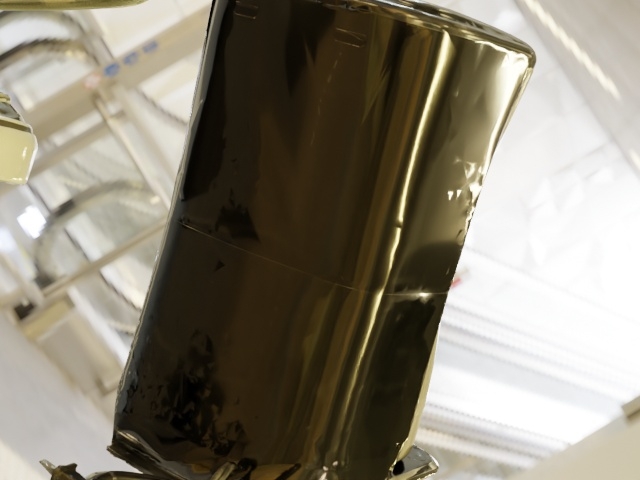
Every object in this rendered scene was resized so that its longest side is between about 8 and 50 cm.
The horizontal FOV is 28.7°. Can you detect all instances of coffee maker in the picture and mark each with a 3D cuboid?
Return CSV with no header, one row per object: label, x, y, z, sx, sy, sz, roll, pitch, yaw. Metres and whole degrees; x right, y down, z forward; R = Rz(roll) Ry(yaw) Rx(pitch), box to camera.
coffee maker,0.000,0.000,0.439,0.171,0.120,0.178,-35,139,-77

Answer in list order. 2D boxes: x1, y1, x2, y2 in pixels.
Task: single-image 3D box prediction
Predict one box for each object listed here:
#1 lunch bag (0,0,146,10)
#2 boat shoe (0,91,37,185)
lunch bag,-0.158,-0.307,0.747,0.256,0.213,0.305,-64,151,-55
boat shoe,-0.194,-0.088,0.458,0.219,0.070,0.078,26,2,12
